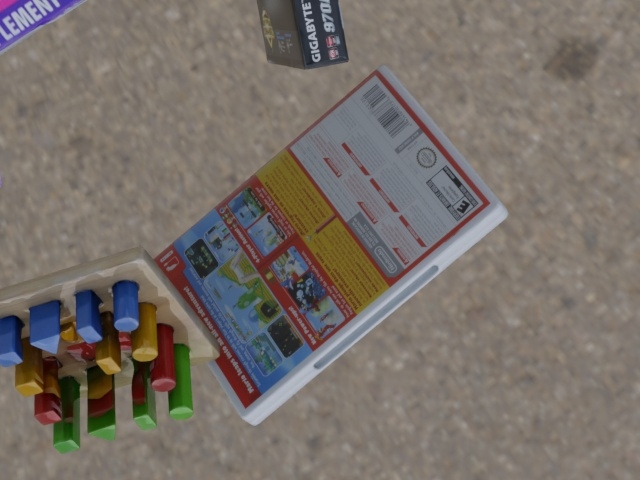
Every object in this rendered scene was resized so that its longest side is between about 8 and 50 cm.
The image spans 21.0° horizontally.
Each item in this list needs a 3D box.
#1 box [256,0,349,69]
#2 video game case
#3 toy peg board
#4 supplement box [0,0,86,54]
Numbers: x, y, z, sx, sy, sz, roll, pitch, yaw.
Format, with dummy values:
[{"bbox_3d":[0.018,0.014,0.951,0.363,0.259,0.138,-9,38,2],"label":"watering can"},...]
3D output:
[{"bbox_3d":[-0.030,-0.274,1.828,0.051,0.220,0.175,-12,101,-10],"label":"box"},{"bbox_3d":[0.000,0.000,1.508,0.285,0.204,0.025,-40,143,5],"label":"video game case"},{"bbox_3d":[-0.184,0.099,1.419,0.161,0.079,0.160,-17,142,12],"label":"toy peg board"},{"bbox_3d":[-0.154,-0.150,0.501,0.111,0.114,0.220,-30,105,20],"label":"supplement box"}]
